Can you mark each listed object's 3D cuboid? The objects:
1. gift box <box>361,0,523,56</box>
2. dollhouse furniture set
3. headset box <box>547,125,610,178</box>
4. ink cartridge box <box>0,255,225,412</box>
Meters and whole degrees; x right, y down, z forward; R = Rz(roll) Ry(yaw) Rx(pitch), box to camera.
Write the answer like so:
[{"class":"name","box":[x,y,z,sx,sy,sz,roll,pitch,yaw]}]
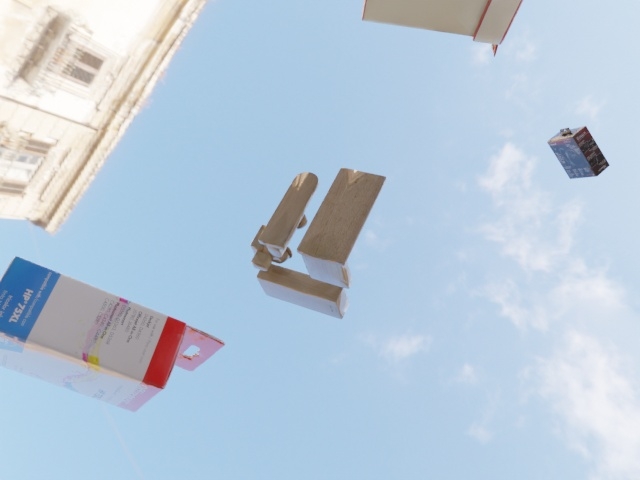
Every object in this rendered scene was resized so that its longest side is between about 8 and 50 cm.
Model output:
[{"class":"gift box","box":[0.204,-0.435,0.826,0.258,0.255,0.276,6,-112,-2]},{"class":"dollhouse furniture set","box":[0.000,0.000,0.708,0.144,0.151,0.123,15,-119,22]},{"class":"headset box","box":[0.400,-0.140,0.894,0.032,0.062,0.083,-38,-80,-11]},{"class":"ink cartridge box","box":[-0.237,0.118,0.621,0.231,0.134,0.078,26,-125,-17]}]
